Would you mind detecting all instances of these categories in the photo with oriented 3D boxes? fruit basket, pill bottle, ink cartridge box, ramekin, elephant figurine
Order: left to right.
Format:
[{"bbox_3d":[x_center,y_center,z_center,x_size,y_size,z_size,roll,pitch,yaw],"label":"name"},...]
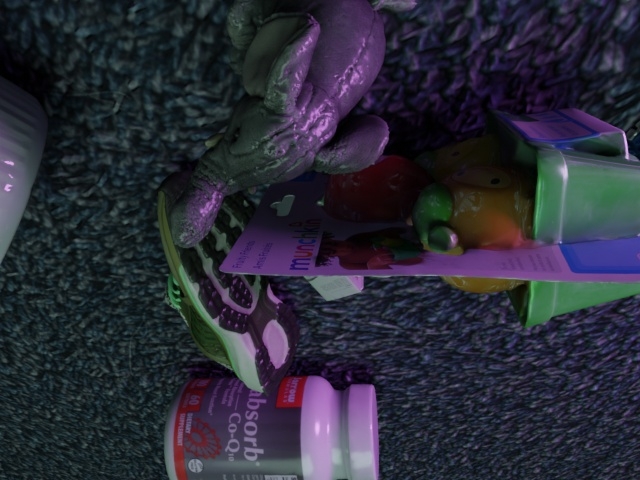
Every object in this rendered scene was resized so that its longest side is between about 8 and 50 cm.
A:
[{"bbox_3d":[-0.390,-0.063,0.615,0.127,0.273,0.273,21,137,-35],"label":"ramekin"},{"bbox_3d":[-0.080,0.355,1.078,0.363,0.210,0.210,-4,137,8],"label":"pill bottle"},{"bbox_3d":[-0.021,-0.116,0.528,0.169,0.239,0.186,14,136,-9],"label":"elephant figurine"},{"bbox_3d":[0.000,0.000,0.760,0.056,0.099,0.135,-20,132,24],"label":"ink cartridge box"},{"bbox_3d":[0.111,-0.045,0.568,0.353,0.327,0.165,5,111,4],"label":"fruit basket"}]

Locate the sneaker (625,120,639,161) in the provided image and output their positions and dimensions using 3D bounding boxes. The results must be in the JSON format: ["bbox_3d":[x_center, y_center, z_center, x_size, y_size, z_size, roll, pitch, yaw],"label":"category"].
[{"bbox_3d":[0.374,-0.078,0.676,0.083,0.071,0.190,16,145,-22],"label":"sneaker"}]

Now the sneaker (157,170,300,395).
[{"bbox_3d":[-0.170,0.076,0.844,0.182,0.158,0.410,7,136,23],"label":"sneaker"}]
